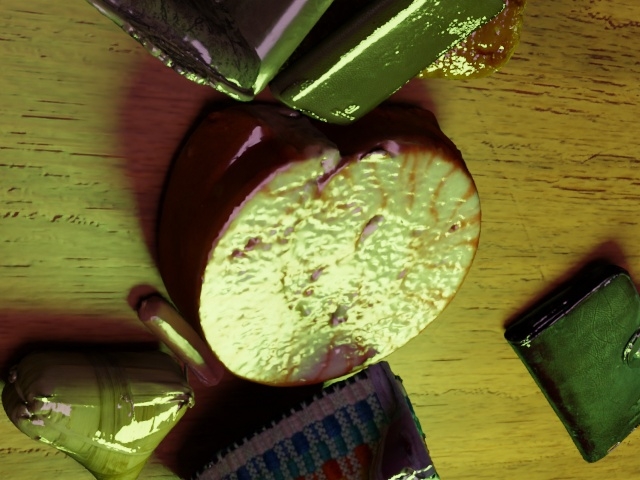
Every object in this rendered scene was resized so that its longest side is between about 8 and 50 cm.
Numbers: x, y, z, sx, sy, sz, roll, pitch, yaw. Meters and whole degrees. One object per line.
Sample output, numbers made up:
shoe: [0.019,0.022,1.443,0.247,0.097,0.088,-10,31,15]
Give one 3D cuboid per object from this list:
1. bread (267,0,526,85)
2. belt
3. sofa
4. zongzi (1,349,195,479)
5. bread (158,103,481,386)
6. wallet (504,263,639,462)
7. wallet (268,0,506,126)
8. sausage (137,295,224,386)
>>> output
bread: [0.067,-0.211,1.333,0.270,0.077,0.139,-5,122,-25]
belt: [0.004,0.271,1.539,0.295,0.160,0.207,-32,158,16]
sofa: [-0.087,-0.251,1.133,0.258,0.182,0.200,30,103,-42]
zongzi: [-0.242,0.196,1.441,0.194,0.099,0.197,8,125,-36]
bread: [0.002,0.003,1.426,0.327,0.114,0.295,-6,125,-30]
wallet: [0.356,0.159,1.812,0.172,0.045,0.318,-36,136,-1]
wallet: [0.059,-0.173,1.251,0.198,0.031,0.110,-36,149,27]
sausage: [-0.141,0.104,1.472,0.030,0.035,0.147,-62,140,-23]
